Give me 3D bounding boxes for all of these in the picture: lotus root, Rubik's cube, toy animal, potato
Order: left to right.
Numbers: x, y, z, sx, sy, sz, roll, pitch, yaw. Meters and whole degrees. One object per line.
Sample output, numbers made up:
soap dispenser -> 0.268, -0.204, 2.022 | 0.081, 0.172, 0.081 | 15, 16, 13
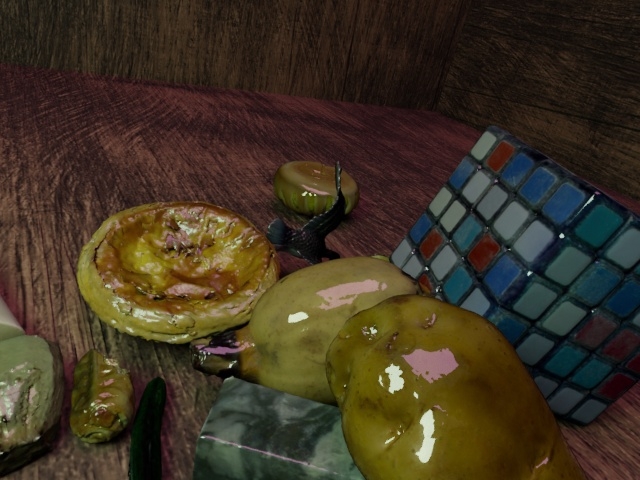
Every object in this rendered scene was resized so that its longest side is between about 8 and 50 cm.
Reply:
lotus root -> -0.330, 0.163, 0.489 | 0.143, 0.070, 0.144 | -12, 37, -40
toy animal -> -0.015, -0.001, 0.879 | 0.160, 0.272, 0.197 | 7, -13, -2
lotus root -> -0.005, 0.123, 0.604 | 0.310, 0.182, 0.182 | -13, 34, -15
potato -> 0.150, 0.212, 0.437 | 0.369, 0.176, 0.195 | 57, 9, 14
Rubik's cube -> 0.321, 0.046, 0.711 | 0.292, 0.286, 0.293 | 25, 22, -22

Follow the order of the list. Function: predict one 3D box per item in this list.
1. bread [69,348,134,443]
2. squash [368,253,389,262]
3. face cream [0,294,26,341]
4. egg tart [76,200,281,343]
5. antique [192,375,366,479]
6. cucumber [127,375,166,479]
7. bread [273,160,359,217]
bread -> -0.241, 0.172, 0.528 | 0.066, 0.060, 0.110 | -14, 34, -17
squash -> 0.109, 0.120, 0.778 | 0.094, 0.094, 0.224 | 7, 33, -14
face cream -> -0.526, 0.054, 0.598 | 0.349, 0.081, 0.174 | 33, 32, 34
egg tart -> -0.201, 0.053, 0.710 | 0.291, 0.115, 0.290 | 10, 37, -8
antique -> -0.030, 0.224, 0.496 | 0.183, 0.086, 0.088 | 15, 27, 3
cucumber -> -0.185, 0.212, 0.507 | 0.036, 0.033, 0.184 | -17, 32, -5
bread -> -0.010, -0.117, 1.152 | 0.214, 0.104, 0.213 | 14, 28, -7
